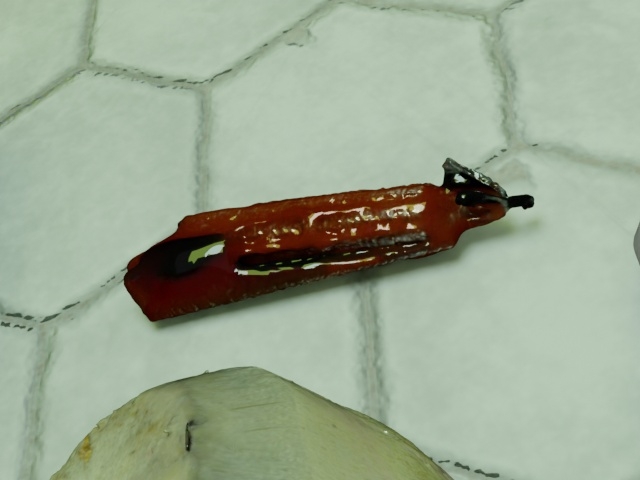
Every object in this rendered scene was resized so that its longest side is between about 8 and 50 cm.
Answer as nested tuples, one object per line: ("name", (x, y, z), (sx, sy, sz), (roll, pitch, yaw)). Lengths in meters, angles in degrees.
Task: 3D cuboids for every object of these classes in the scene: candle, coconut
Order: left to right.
("coconut", (-0.027, 0.187, 0.559), (0.227, 0.230, 0.227), (-36, 33, 28))
("candle", (0.000, 0.000, 0.793), (0.301, 0.059, 0.084), (-9, 63, 16))

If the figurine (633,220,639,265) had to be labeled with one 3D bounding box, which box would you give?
("figurine", (0.271, 0.043, 0.610), (0.200, 0.133, 0.276), (-18, 53, -9))
